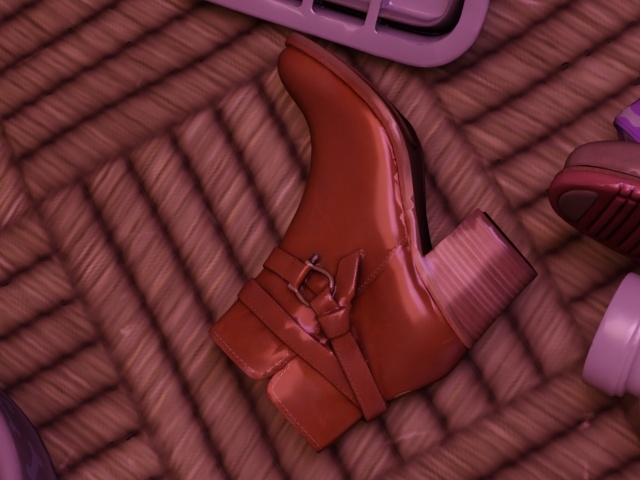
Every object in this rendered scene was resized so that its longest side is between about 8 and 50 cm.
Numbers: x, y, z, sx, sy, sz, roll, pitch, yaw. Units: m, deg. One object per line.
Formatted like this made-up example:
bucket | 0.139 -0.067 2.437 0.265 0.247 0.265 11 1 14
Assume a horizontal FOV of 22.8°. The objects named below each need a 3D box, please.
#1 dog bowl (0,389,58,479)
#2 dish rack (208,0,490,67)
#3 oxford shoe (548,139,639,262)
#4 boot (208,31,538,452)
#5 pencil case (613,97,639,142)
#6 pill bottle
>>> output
dog bowl | -0.369 0.219 1.188 0.349 0.102 0.349 1 63 -2
dish rack | 0.030 -0.324 1.224 0.285 0.072 0.333 20 115 17
oxford shoe | 0.330 -0.038 1.108 0.348 0.123 0.130 10 72 -8
boot | 0.000 0.000 1.216 0.220 0.109 0.283 -41 79 7
pencil case | 0.312 -0.109 1.160 0.206 0.086 0.088 -38 62 3
pill bottle | 0.295 0.101 1.104 0.208 0.117 0.117 24 85 17
